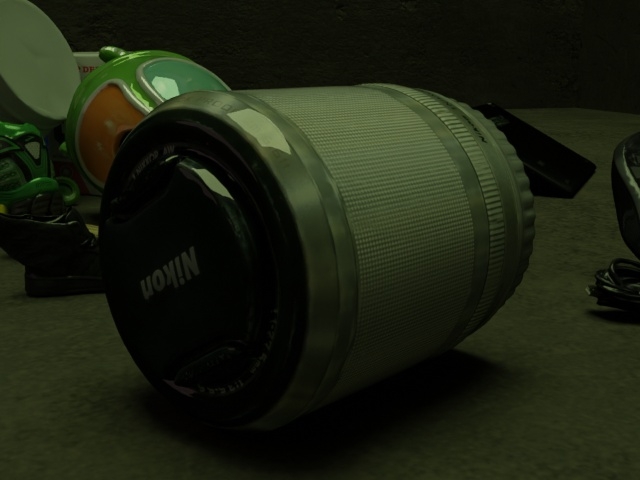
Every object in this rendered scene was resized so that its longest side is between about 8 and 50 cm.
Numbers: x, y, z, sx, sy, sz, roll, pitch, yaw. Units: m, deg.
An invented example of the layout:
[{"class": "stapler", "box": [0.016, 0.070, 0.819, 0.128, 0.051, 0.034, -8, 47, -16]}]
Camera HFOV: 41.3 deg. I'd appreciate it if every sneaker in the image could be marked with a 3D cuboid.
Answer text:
[{"class": "sneaker", "box": [-0.245, 0.007, 0.866, 0.170, 0.089, 0.051, -5, 13, -23]}, {"class": "sneaker", "box": [-0.473, -0.099, 1.180, 0.344, 0.146, 0.134, 1, 10, 38]}]

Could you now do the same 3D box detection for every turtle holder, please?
[{"class": "turtle holder", "box": [-0.203, -0.127, 1.243, 0.227, 0.243, 0.320, 37, -4, 45]}]

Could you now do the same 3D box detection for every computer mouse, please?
[{"class": "computer mouse", "box": [0.361, -0.011, 0.875, 0.189, 0.072, 0.272, 6, 45, 6]}]

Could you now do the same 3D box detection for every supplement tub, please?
[{"class": "supplement tub", "box": [-0.574, -0.225, 1.340, 0.331, 0.241, 0.241, -19, 6, 21]}]

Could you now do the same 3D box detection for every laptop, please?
[{"class": "laptop", "box": [0.288, -0.137, 1.683, 0.408, 0.236, 0.382, 34, 23, 14]}]

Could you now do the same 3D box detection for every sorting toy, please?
[{"class": "sorting toy", "box": [-0.435, -0.075, 1.334, 0.102, 0.061, 0.042, 0, -24, -34]}]

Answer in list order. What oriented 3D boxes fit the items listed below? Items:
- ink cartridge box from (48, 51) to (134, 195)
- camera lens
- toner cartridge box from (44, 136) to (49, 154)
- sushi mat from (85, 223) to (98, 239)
[{"class": "ink cartridge box", "box": [-0.371, -0.201, 1.447, 0.172, 0.237, 0.100, 6, 14, 25]}, {"class": "camera lens", "box": [0.000, 0.000, 0.610, 0.219, 0.219, 0.274, 12, 17, 41]}, {"class": "toner cartridge box", "box": [-0.509, -0.209, 1.648, 0.348, 0.165, 0.075, 9, 14, 32]}, {"class": "sushi mat", "box": [-0.214, -0.001, 0.994, 0.317, 0.019, 0.151, 8, -1, 27]}]
